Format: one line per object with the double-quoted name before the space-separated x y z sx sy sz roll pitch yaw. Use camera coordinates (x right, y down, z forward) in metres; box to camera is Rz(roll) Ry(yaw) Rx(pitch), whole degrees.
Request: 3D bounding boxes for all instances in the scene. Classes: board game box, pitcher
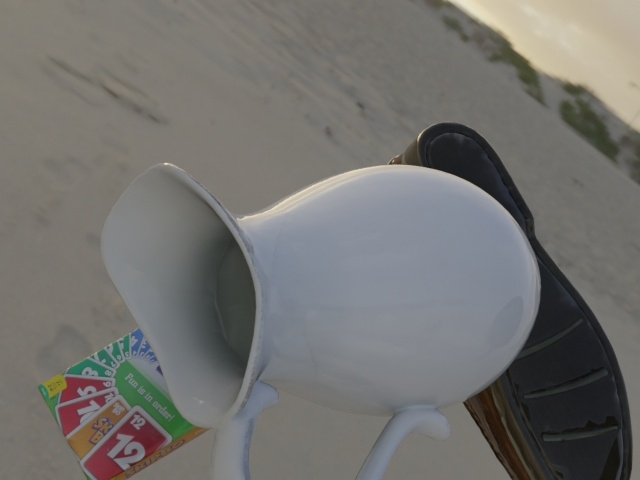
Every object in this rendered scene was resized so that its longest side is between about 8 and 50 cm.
"board game box" -0.140 0.134 1.110 0.124 0.259 0.039 56 -15 20
"pitcher" 0.018 0.049 0.521 0.207 0.125 0.178 -1 70 -43

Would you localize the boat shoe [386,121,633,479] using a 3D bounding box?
"boat shoe" 0.130 0.066 0.824 0.111 0.104 0.307 -6 67 -32
